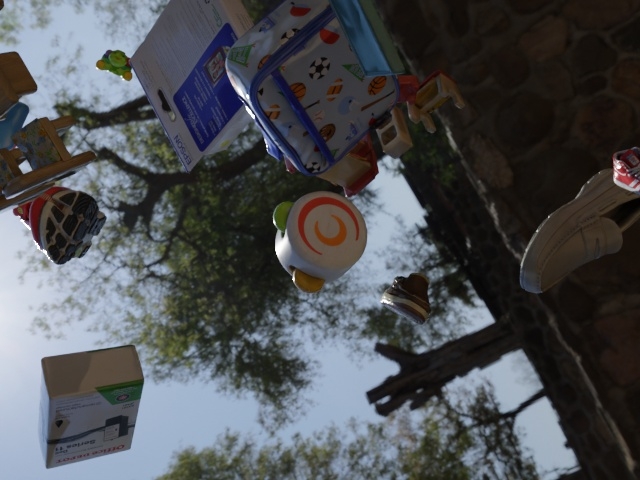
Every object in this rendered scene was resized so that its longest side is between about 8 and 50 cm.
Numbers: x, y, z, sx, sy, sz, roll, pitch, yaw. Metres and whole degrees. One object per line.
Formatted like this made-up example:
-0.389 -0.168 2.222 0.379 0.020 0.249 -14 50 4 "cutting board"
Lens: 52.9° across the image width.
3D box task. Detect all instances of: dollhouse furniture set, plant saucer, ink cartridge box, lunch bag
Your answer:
-0.384 -0.107 0.603 0.212 0.242 0.161 62 -146 -8 "dollhouse furniture set"
0.034 -0.270 0.732 0.067 0.018 0.192 17 142 56 "plant saucer"
-0.240 -0.347 1.311 0.072 0.307 0.304 -17 -106 -47 "ink cartridge box"
-0.396 0.286 1.102 0.153 0.208 0.087 -6 -136 -30 "ink cartridge box"
-0.004 -0.239 1.018 0.115 0.243 0.303 47 178 31 "lunch bag"
0.103 -0.277 1.438 0.201 0.374 0.152 22 -137 -37 "dollhouse furniture set"

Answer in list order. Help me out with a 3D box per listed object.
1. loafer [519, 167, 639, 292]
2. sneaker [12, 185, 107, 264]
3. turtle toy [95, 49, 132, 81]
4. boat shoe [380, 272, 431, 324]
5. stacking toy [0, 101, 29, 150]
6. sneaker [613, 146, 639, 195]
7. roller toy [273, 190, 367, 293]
0.470 -0.015 1.126 0.111 0.319 0.112 31 153 40 "loafer"
-0.401 -0.031 0.950 0.118 0.107 0.279 28 168 -9 "sneaker"
-0.523 -0.456 1.653 0.095 0.066 0.130 20 -172 -21 "turtle toy"
0.182 0.106 1.330 0.095 0.095 0.257 32 176 -5 "boat shoe"
-0.680 -0.134 1.284 0.165 0.302 0.175 7 -140 -15 "stacking toy"
0.507 -0.104 1.004 0.118 0.042 0.067 37 160 52 "sneaker"
0.000 0.000 1.466 0.209 0.191 0.146 64 154 12 "roller toy"
